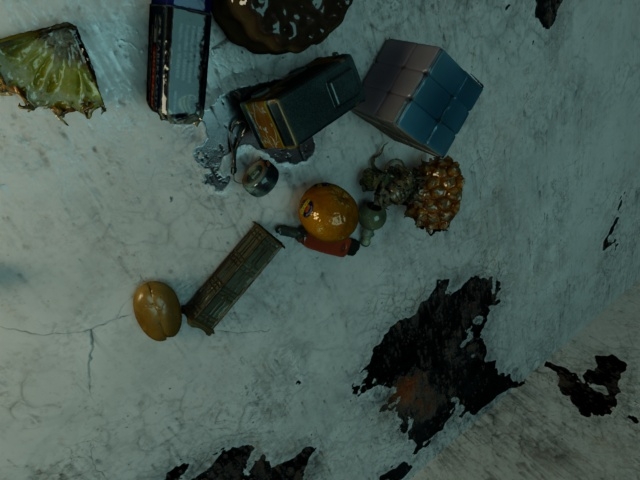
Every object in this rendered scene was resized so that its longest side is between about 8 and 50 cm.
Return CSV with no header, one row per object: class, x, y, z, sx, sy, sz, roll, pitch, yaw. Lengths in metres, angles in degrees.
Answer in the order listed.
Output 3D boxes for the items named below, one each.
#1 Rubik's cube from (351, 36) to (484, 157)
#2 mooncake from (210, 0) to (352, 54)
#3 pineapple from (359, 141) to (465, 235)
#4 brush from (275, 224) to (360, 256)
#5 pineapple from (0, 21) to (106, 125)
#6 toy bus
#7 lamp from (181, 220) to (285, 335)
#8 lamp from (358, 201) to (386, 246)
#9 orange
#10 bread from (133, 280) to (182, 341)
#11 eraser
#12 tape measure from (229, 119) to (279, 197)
Rubik's cube,0.261,-0.393,1.345,0.231,0.221,0.224,23,100,-40
mooncake,-0.088,-0.564,1.045,0.324,0.187,0.323,-16,120,-30
pineapple,0.258,-0.161,1.485,0.272,0.262,0.262,9,108,-25
brush,0.000,0.000,1.479,0.323,0.051,0.070,12,108,-38
pineapple,-0.521,-0.333,0.932,0.236,0.114,0.186,15,103,-49
toy bus,-0.033,-0.342,1.189,0.275,0.167,0.138,-40,122,-27
lamp,-0.242,0.104,1.342,0.325,0.089,0.090,-51,131,-3
lamp,0.155,-0.045,1.550,0.091,0.091,0.163,-14,137,-28
orange,0.022,-0.077,1.375,0.178,0.177,0.155,11,120,-38
bread,-0.422,0.193,1.277,0.114,0.077,0.189,-25,122,-27
eraser,-0.291,-0.410,1.002,0.102,0.155,0.331,-5,115,-31
tape measure,-0.181,-0.198,1.219,0.104,0.107,0.179,-38,129,-9
